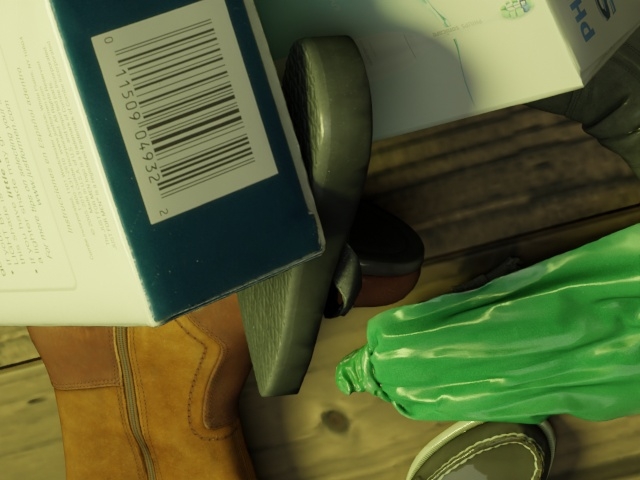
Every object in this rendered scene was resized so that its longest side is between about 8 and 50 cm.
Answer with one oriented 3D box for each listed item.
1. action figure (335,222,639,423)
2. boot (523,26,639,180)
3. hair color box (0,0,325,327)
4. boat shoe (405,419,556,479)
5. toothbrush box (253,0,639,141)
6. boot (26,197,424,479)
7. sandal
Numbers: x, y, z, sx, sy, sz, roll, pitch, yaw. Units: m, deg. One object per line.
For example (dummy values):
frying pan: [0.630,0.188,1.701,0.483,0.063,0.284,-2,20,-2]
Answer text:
action figure: [0.114,0.060,1.133,0.232,0.063,0.137,-12,111,21]
boot: [0.189,-0.148,1.023,0.161,0.083,0.246,26,130,-6]
hair color box: [-0.154,-0.052,0.964,0.347,0.105,0.174,-3,106,55]
boat shoe: [0.066,0.197,1.193,0.081,0.069,0.228,37,113,-7]
toothbrush box: [-0.004,-0.164,0.970,0.295,0.126,0.216,-13,111,40]
boot: [-0.053,0.111,1.156,0.264,0.096,0.280,-2,112,14]
sandal: [0.000,0.000,0.954,0.054,0.097,0.254,-4,149,-16]
